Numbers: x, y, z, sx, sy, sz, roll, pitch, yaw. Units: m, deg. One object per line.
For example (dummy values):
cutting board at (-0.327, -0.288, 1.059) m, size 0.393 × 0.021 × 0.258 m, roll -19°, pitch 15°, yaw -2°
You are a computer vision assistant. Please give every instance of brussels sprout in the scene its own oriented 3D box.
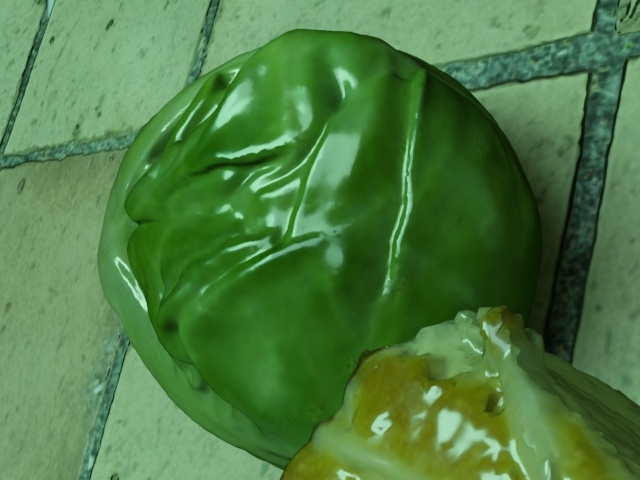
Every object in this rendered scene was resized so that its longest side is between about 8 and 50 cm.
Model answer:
brussels sprout at (0.000, 0.000, 0.876) m, size 0.328 × 0.247 × 0.328 m, roll -21°, pitch 53°, yaw 32°

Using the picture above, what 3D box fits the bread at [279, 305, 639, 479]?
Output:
bread at (0.112, 0.280, 0.568) m, size 0.371 × 0.279 × 0.390 m, roll -53°, pitch 41°, yaw 11°
